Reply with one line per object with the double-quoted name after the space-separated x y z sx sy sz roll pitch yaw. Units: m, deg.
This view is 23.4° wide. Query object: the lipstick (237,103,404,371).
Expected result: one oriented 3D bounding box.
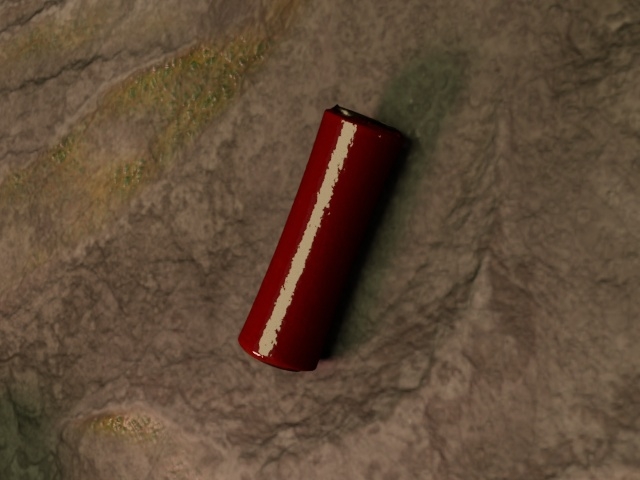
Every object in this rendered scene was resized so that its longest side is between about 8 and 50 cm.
0.000 0.000 1.403 0.080 0.080 0.241 27 99 37 "lipstick"
